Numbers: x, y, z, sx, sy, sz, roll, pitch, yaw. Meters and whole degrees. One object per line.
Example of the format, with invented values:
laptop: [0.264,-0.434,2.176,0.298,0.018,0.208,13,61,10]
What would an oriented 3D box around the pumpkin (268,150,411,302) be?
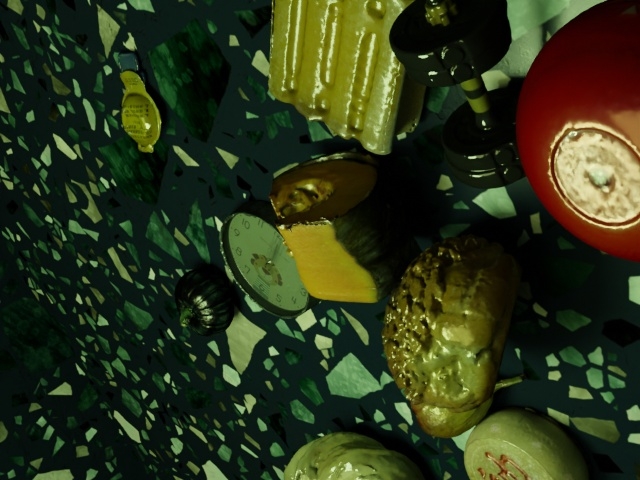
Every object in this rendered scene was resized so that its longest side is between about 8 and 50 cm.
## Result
pumpkin: [0.043,-0.033,1.763,0.256,0.303,0.226,-16,124,7]

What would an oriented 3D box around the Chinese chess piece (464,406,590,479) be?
Chinese chess piece: [0.436,0.484,1.899,0.270,0.112,0.270,29,138,30]

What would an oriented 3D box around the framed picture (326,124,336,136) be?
framed picture: [0.023,-0.260,1.815,0.066,0.006,0.089,-25,100,53]

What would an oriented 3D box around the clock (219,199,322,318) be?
clock: [-0.120,0.051,2.178,0.312,0.061,0.313,28,138,29]

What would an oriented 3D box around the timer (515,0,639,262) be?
timer: [0.452,-0.149,1.227,0.378,0.279,0.378,30,140,29]

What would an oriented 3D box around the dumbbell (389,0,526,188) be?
dumbbell: [0.240,-0.238,1.397,0.185,0.185,0.388,10,144,42]

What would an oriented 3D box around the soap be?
soap: [0.054,-0.359,1.579,0.293,0.156,0.335,29,137,23]

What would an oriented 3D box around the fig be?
fig: [0.319,0.326,1.893,0.257,0.159,0.159,-26,100,32]

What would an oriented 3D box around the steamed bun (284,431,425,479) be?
steamed bun: [0.098,0.642,2.274,0.372,0.230,0.325,-7,101,17]

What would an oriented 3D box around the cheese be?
cheese: [-0.449,-0.340,2.207,0.156,0.064,0.250,9,116,41]

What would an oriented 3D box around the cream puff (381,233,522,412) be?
cream puff: [0.234,0.147,1.647,0.231,0.327,0.343,16,168,13]

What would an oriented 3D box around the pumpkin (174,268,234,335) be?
pumpkin: [-0.315,0.168,2.421,0.194,0.150,0.194,-8,81,61]
